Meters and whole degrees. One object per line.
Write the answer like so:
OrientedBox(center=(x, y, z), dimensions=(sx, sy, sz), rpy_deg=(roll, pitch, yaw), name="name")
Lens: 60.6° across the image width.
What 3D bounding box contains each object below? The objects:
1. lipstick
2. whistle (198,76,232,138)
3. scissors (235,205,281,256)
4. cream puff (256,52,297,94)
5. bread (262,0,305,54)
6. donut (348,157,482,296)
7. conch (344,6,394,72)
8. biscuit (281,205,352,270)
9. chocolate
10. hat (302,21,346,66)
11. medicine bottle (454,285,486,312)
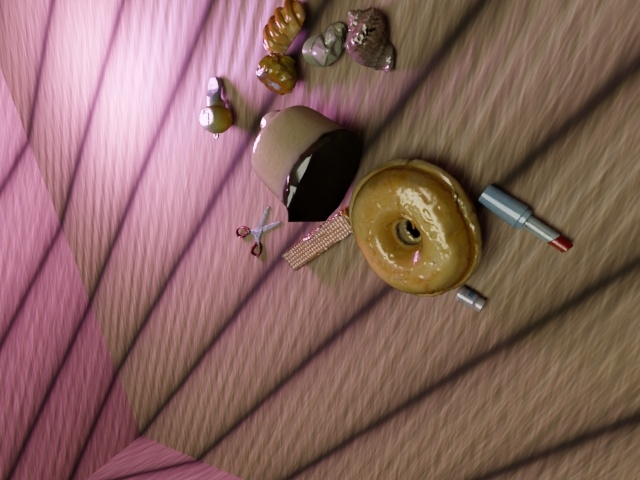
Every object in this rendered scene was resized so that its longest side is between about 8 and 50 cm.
OrientedBox(center=(0.567, -0.055, 1.512), dimensions=(0.274, 0.061, 0.068), rpy_deg=(38, 129, 16), name="lipstick")
OrientedBox(center=(-0.377, -0.485, 2.006), dimensions=(0.123, 0.123, 0.223), rpy_deg=(2, 93, 37), name="whistle")
OrientedBox(center=(-0.243, -0.041, 2.183), dimensions=(0.144, 0.017, 0.247), rpy_deg=(51, 132, 3), name="scissors")
OrientedBox(center=(-0.130, -0.547, 1.762), dimensions=(0.146, 0.116, 0.146), rpy_deg=(24, 164, 8), name="cream puff")
OrientedBox(center=(-0.114, -0.662, 1.685), dimensions=(0.177, 0.084, 0.119), rpy_deg=(-42, 44, 40), name="bread")
OrientedBox(center=(0.279, -0.034, 1.656), dimensions=(0.448, 0.198, 0.449), rpy_deg=(17, 122, 30), name="donut")
OrientedBox(center=(0.139, -0.567, 1.566), dimensions=(0.207, 0.130, 0.155), rpy_deg=(46, 172, -21), name="conch")
OrientedBox(center=(0.000, 0.000, 1.988), dimensions=(0.094, 0.054, 0.378), rpy_deg=(54, 133, 0), name="biscuit")
OrientedBox(center=(-0.069, -0.255, 1.739), dimensions=(0.297, 0.314, 0.326), rpy_deg=(31, 109, 27), name="chocolate")
OrientedBox(center=(0.003, -0.589, 1.661), dimensions=(0.166, 0.081, 0.122), rpy_deg=(12, 118, 45), name="hat")
OrientedBox(center=(0.472, 0.185, 1.721), dimensions=(0.089, 0.052, 0.052), rpy_deg=(32, 129, 20), name="medicine bottle")
